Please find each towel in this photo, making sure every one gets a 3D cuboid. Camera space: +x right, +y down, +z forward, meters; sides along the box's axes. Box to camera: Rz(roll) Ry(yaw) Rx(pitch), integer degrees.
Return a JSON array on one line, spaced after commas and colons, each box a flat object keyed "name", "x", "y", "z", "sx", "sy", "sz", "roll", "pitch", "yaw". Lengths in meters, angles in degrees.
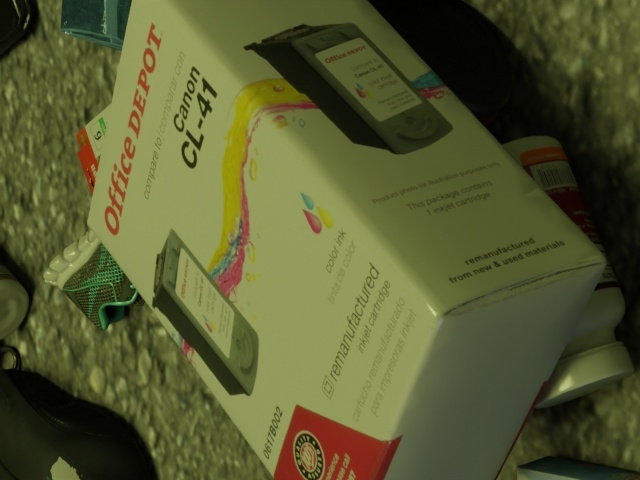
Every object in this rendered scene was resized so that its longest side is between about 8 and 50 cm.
[{"name": "towel", "x": -0.156, "y": -0.180, "z": 1.502, "sx": 0.119, "sy": 0.029, "sz": 0.067, "roll": 22, "pitch": 112, "yaw": 44}]

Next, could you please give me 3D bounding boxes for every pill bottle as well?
[{"name": "pill bottle", "x": -0.308, "y": 0.030, "z": 1.677, "sx": 0.120, "sy": 0.067, "sz": 0.067, "roll": 43, "pitch": 126, "yaw": 34}, {"name": "pill bottle", "x": 0.132, "y": 0.020, "z": 1.183, "sx": 0.086, "sy": 0.086, "sz": 0.152, "roll": -33, "pitch": 72, "yaw": 45}]

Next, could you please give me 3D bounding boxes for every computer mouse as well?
[{"name": "computer mouse", "x": -0.246, "y": 0.189, "z": 1.636, "sx": 0.272, "sy": 0.072, "sz": 0.188, "roll": 17, "pitch": 108, "yaw": 45}]

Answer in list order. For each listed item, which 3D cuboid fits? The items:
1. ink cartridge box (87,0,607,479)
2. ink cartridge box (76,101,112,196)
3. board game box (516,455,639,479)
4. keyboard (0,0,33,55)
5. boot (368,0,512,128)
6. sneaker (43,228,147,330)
[{"name": "ink cartridge box", "x": 0.000, "y": 0.000, "z": 1.169, "sx": 0.306, "sy": 0.131, "sz": 0.226, "roll": 49, "pitch": 140, "yaw": 30}, {"name": "ink cartridge box", "x": -0.162, "y": -0.065, "z": 1.529, "sx": 0.115, "sy": 0.029, "sz": 0.062, "roll": -34, "pitch": 73, "yaw": 45}, {"name": "board game box", "x": 0.193, "y": 0.248, "z": 1.192, "sx": 0.160, "sy": 0.039, "sz": 0.211, "roll": 5, "pitch": 100, "yaw": 47}, {"name": "keyboard", "x": -0.363, "y": -0.216, "z": 1.721, "sx": 0.317, "sy": 0.033, "sz": 0.201, "roll": -26, "pitch": 84, "yaw": 46}, {"name": "boot", "x": 0.003, "y": -0.043, "z": 1.306, "sx": 0.264, "sy": 0.096, "sz": 0.280, "roll": 36, "pitch": 122, "yaw": 38}, {"name": "sneaker", "x": -0.147, "y": 0.012, "z": 1.516, "sx": 0.076, "sy": 0.065, "sz": 0.166, "roll": 53, "pitch": 137, "yaw": 5}]
